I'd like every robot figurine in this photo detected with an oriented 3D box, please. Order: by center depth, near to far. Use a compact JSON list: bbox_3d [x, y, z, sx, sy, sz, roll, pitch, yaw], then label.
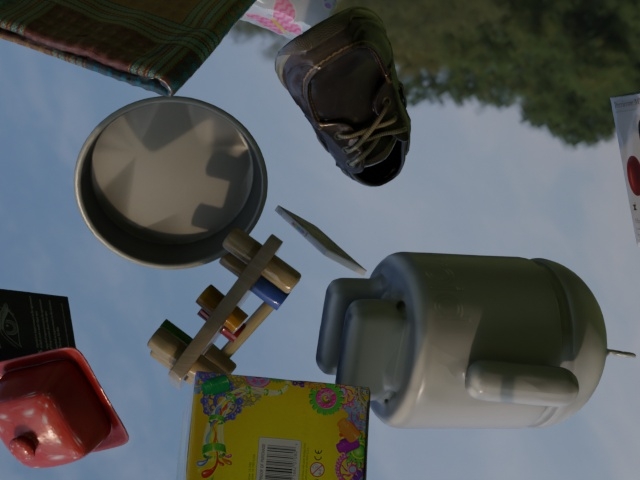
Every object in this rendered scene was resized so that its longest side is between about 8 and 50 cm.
[{"bbox_3d":[0.178,0.116,1.551,0.353,0.199,0.300,3,-160,-20],"label":"robot figurine"}]

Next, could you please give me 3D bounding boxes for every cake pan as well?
[{"bbox_3d":[-0.228,-0.094,2.067,0.293,0.293,0.054,49,-167,-25],"label":"cake pan"}]

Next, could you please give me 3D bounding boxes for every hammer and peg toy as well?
[{"bbox_3d":[-0.149,0.114,2.087,0.127,0.266,0.361,36,170,1],"label":"hammer and peg toy"}]

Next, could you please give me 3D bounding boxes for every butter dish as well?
[{"bbox_3d":[-0.352,0.232,1.707,0.160,0.160,0.118,65,-150,-21],"label":"butter dish"}]

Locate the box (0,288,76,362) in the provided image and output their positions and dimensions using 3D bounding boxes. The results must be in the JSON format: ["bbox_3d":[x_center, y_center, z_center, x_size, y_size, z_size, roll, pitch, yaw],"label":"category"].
[{"bbox_3d":[-0.506,0.167,2.157,0.207,0.108,0.153,10,-133,-31],"label":"box"}]

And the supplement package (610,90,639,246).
[{"bbox_3d":[0.501,-0.106,1.721,0.149,0.194,0.203,-13,-86,-27],"label":"supplement package"}]

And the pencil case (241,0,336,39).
[{"bbox_3d":[-0.109,-0.336,1.712,0.273,0.124,0.113,18,-114,-12],"label":"pencil case"}]

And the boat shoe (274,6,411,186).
[{"bbox_3d":[0.049,-0.151,1.515,0.130,0.132,0.355,58,-176,15],"label":"boat shoe"}]

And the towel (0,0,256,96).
[{"bbox_3d":[-0.174,-0.299,1.382,0.040,0.271,0.370,92,-157,-46],"label":"towel"}]

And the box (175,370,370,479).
[{"bbox_3d":[-0.064,0.309,1.393,0.279,0.177,0.290,116,159,-71],"label":"box"}]

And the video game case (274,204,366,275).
[{"bbox_3d":[0.000,0.000,1.786,0.087,0.011,0.122,28,-170,-47],"label":"video game case"}]
